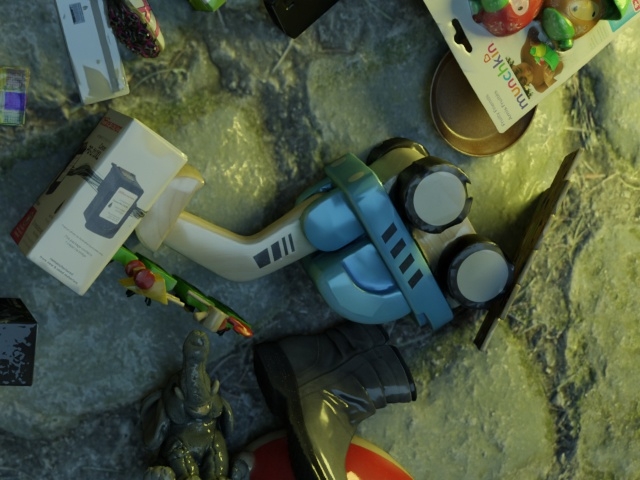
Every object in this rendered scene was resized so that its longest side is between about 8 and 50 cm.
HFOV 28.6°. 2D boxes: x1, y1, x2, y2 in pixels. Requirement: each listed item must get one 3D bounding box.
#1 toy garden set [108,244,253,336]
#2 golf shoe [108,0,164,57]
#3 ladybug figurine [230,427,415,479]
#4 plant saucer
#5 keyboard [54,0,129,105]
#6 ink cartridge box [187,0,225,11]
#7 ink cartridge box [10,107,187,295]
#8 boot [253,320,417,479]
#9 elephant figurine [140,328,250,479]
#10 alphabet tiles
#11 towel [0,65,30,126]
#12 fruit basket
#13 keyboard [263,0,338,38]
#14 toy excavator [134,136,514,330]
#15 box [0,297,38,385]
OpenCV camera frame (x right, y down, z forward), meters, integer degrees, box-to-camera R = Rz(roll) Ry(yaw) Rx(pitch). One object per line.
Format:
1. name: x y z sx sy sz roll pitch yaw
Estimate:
1. toy garden set: -0.208 0.084 1.793 0.244 0.204 0.049 33 89 -24
2. golf shoe: -0.265 -0.340 1.752 0.186 0.067 0.086 59 45 -35
3. ladybug figurine: 0.030 0.475 1.998 0.449 0.162 0.305 37 86 -24
4. plant saucer: 0.257 -0.233 2.006 0.199 0.036 0.198 -4 102 -21
5. keyboard: -0.333 -0.321 1.762 0.072 0.014 0.256 -16 107 -13
6. ink cartridge box: -0.176 -0.476 1.746 0.189 0.097 0.255 -44 112 -8
7. ink cartridge box: -0.309 -0.059 1.737 0.100 0.172 0.237 39 85 -23
8. boot: 0.051 0.262 1.893 0.223 0.118 0.338 -15 62 -16
9. elephant figurine: -0.191 0.267 1.877 0.169 0.186 0.239 11 68 -57
10. alphabet tiles: 0.323 0.016 1.966 0.011 0.285 0.342 26 91 3
11. towel: -0.437 -0.202 1.744 0.060 0.009 0.083 5 99 -24
12. fruit basket: 0.333 -0.394 1.919 0.353 0.165 0.327 -41 113 -19
13. keyboard: 0.040 -0.440 1.814 0.317 0.033 0.201 -43 156 -5
14. toy excavator: 0.000 0.000 1.874 0.445 0.222 0.433 -33 110 -4
15. box: -0.480 0.135 1.719 0.158 0.156 0.093 4 99 -23
